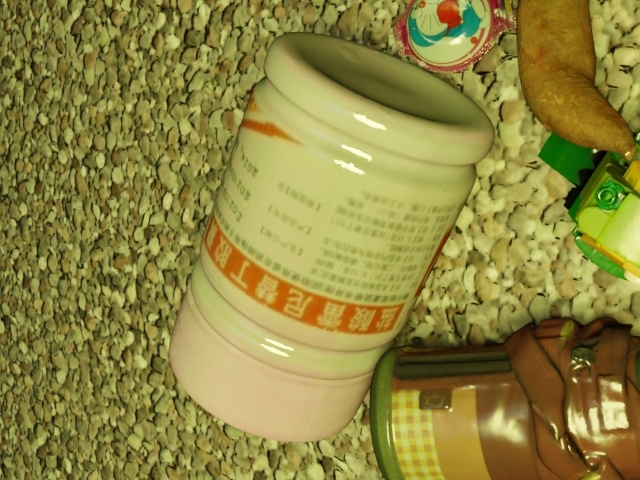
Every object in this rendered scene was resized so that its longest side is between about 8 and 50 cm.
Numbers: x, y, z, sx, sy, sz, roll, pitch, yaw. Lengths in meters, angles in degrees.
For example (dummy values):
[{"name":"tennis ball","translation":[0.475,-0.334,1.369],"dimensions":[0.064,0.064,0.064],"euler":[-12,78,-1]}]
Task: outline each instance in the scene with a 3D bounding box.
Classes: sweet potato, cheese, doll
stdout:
[{"name":"sweet potato","translation":[0.181,-0.158,0.640],"dimensions":[0.067,0.059,0.281],"euler":[-19,57,25]},{"name":"cheese","translation":[0.134,-0.199,0.740],"dimensions":[0.145,0.038,0.095],"euler":[-13,79,24]},{"name":"doll","translation":[0.230,-0.026,0.602],"dimensions":[0.134,0.186,0.106],"euler":[30,112,1]}]

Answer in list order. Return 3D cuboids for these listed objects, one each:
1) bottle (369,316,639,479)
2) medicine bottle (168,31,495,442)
[{"name":"bottle","translation":[0.181,0.140,0.657],"dimensions":[0.271,0.143,0.156],"euler":[-9,76,26]},{"name":"medicine bottle","translation":[0.000,0.000,0.739],"dimensions":[0.202,0.202,0.316],"euler":[37,120,29]}]
